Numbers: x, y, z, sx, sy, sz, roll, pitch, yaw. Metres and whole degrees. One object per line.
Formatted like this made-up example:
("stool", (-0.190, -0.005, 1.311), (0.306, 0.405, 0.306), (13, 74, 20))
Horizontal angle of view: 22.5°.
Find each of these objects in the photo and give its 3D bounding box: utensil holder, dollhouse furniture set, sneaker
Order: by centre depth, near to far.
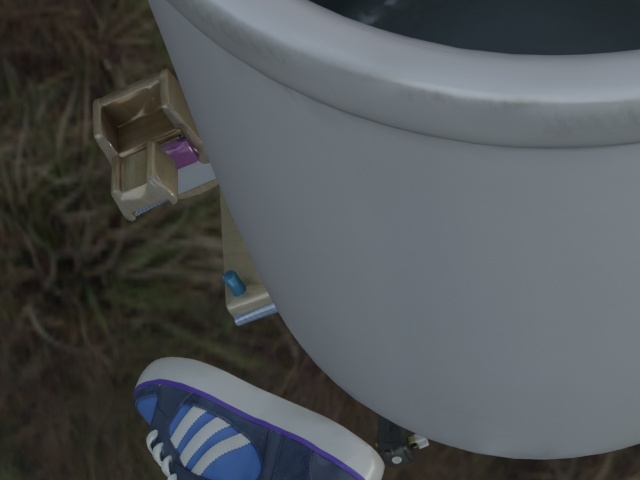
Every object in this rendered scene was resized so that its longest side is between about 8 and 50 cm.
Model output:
("utensil holder", (0.090, -0.108, 0.669), (0.327, 0.385, 0.327), (-2, 66, 5))
("dollhouse furniture set", (0.000, 0.000, 1.206), (0.286, 0.198, 0.303), (-23, 42, 13))
("sneaker", (-0.112, 0.251, 1.481), (0.323, 0.130, 0.236), (15, 63, 43))

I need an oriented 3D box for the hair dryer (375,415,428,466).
("hair dryer", (0.141, 0.123, 1.665), (0.223, 0.080, 0.293), (-7, 42, -7))
